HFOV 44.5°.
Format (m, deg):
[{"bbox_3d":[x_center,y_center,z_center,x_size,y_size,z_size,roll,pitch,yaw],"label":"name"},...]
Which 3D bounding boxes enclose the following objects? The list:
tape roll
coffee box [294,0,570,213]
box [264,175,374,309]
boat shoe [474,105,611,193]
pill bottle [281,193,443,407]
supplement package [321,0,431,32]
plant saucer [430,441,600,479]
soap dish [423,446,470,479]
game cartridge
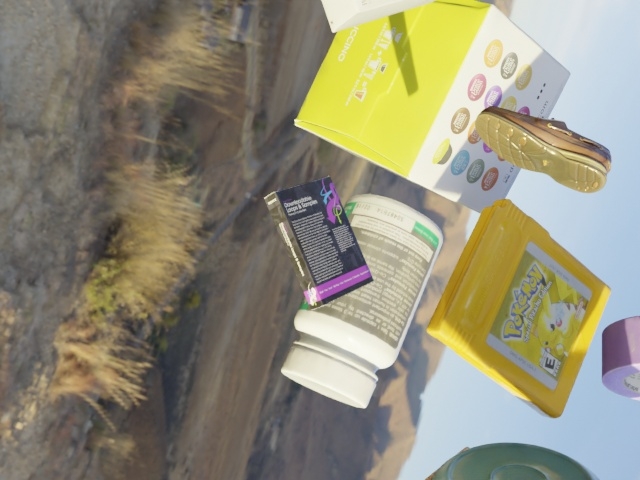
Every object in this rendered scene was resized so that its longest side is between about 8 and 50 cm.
[{"bbox_3d":[0.534,0.186,1.211,0.189,0.189,0.080,96,3,-64],"label":"tape roll"},{"bbox_3d":[0.221,-0.287,1.579,0.334,0.338,0.337,18,100,-48],"label":"coffee box"},{"bbox_3d":[0.000,0.000,1.051,0.029,0.162,0.116,-23,178,42],"label":"box"},{"bbox_3d":[0.282,-0.124,0.990,0.060,0.178,0.064,-58,170,-28],"label":"boat shoe"},{"bbox_3d":[0.075,0.113,1.467,0.204,0.204,0.361,89,24,-73],"label":"pill bottle"},{"bbox_3d":[0.093,-0.376,1.098,0.105,0.179,0.105,0,-69,69],"label":"supplement package"},{"bbox_3d":[0.345,0.432,1.362,0.317,0.318,0.043,-56,145,-71],"label":"plant saucer"},{"bbox_3d":[0.261,0.548,1.457,0.291,0.229,0.118,-24,146,-38],"label":"soap dish"},{"bbox_3d":[0.367,0.121,1.405,0.053,0.324,0.285,-3,-125,59],"label":"game cartridge"}]
